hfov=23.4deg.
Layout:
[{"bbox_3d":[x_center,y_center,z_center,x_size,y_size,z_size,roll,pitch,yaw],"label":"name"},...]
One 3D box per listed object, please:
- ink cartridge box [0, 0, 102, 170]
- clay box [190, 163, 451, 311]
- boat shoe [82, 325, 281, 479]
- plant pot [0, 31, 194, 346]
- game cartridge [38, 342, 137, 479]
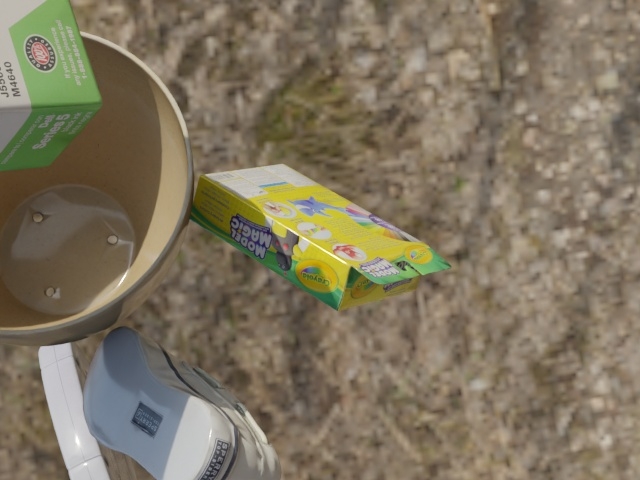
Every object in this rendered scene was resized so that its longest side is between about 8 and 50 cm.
[{"bbox_3d":[-0.324,-0.151,1.123,0.115,0.272,0.198,-36,69,48],"label":"ink cartridge box"},{"bbox_3d":[0.000,0.000,1.445,0.222,0.127,0.053,32,116,31],"label":"clay box"},{"bbox_3d":[-0.116,0.145,1.279,0.267,0.088,0.096,19,85,59],"label":"boat shoe"},{"bbox_3d":[-0.245,-0.022,1.401,0.191,0.284,0.284,84,171,-69],"label":"plant pot"},{"bbox_3d":[-0.303,0.274,2.073,0.198,0.062,0.297,61,-177,-48],"label":"game cartridge"}]
